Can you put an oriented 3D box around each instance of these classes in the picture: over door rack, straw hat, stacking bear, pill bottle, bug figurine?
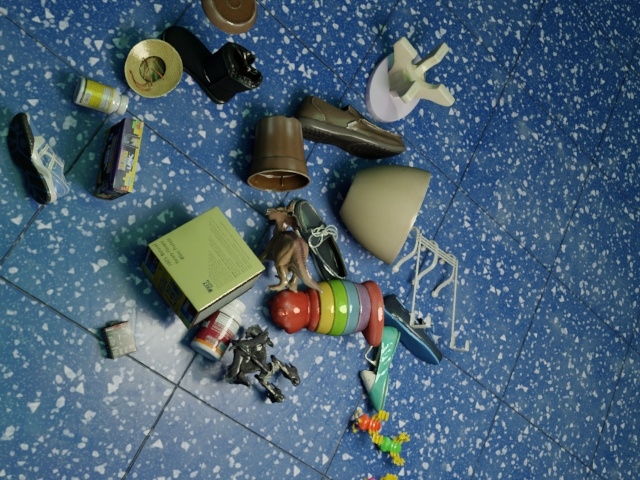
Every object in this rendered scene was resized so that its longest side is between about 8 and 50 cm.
[{"bbox_3d":[0.316,0.148,2.132,0.239,0.108,0.324,31,47,-42],"label":"over door rack"},{"bbox_3d":[-0.417,-0.421,1.804,0.145,0.061,0.144,-2,96,-19],"label":"straw hat"},{"bbox_3d":[0.007,0.185,1.951,0.289,0.175,0.164,1,112,-21],"label":"stacking bear"},{"bbox_3d":[-0.251,0.216,1.820,0.086,0.086,0.152,39,65,-23],"label":"pill bottle"},{"bbox_3d":[-0.518,-0.337,1.727,0.116,0.065,0.065,16,76,-31],"label":"pill bottle"},{"bbox_3d":[0.142,0.615,2.025,0.216,0.072,0.279,32,68,-37],"label":"bug figurine"}]

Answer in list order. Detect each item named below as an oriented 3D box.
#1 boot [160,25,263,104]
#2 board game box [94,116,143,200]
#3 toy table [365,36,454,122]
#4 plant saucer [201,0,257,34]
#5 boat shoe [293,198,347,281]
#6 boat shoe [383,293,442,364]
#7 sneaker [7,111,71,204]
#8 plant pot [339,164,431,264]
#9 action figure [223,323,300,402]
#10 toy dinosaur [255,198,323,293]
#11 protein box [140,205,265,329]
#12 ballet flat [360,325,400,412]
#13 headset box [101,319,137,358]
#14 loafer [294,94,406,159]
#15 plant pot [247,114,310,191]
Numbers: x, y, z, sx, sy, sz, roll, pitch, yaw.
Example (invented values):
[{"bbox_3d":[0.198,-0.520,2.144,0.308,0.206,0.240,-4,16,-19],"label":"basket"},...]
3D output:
[{"bbox_3d":[-0.267,-0.459,1.818,0.246,0.207,0.094,49,62,-18],"label":"boot"},{"bbox_3d":[-0.469,-0.187,1.695,0.048,0.141,0.170,14,76,-31],"label":"board game box"},{"bbox_3d":[0.270,-0.482,2.195,0.252,0.161,0.274,35,66,-25],"label":"toy table"},{"bbox_3d":[-0.239,-0.640,1.965,0.169,0.029,0.168,4,83,-32],"label":"plant saucer"},{"bbox_3d":[0.000,0.000,2.010,0.095,0.079,0.254,-26,98,-32],"label":"boat shoe"},{"bbox_3d":[0.281,0.259,2.146,0.258,0.109,0.089,49,58,-21],"label":"boat shoe"},{"bbox_3d":[-0.632,-0.186,1.640,0.081,0.080,0.211,-26,100,-54],"label":"sneaker"},{"bbox_3d":[0.163,-0.097,2.039,0.191,0.284,0.284,23,70,0],"label":"plant pot"},{"bbox_3d":[-0.167,0.302,1.821,0.164,0.141,0.275,-53,137,-16],"label":"action figure"},{"bbox_3d":[-0.082,0.015,1.859,0.127,0.296,0.200,20,103,-40],"label":"toy dinosaur"},{"bbox_3d":[-0.283,0.066,1.751,0.201,0.136,0.199,-33,80,-31],"label":"protein box"},{"bbox_3d":[0.159,0.361,2.081,0.087,0.083,0.247,16,75,-5],"label":"ballet flat"},{"bbox_3d":[-0.472,0.228,1.708,0.062,0.032,0.083,-17,93,-34],"label":"headset box"},{"bbox_3d":[0.094,-0.327,2.076,0.366,0.134,0.130,14,77,-31],"label":"loafer"},{"bbox_3d":[-0.111,-0.232,1.927,0.167,0.167,0.165,7,73,-32],"label":"plant pot"}]
